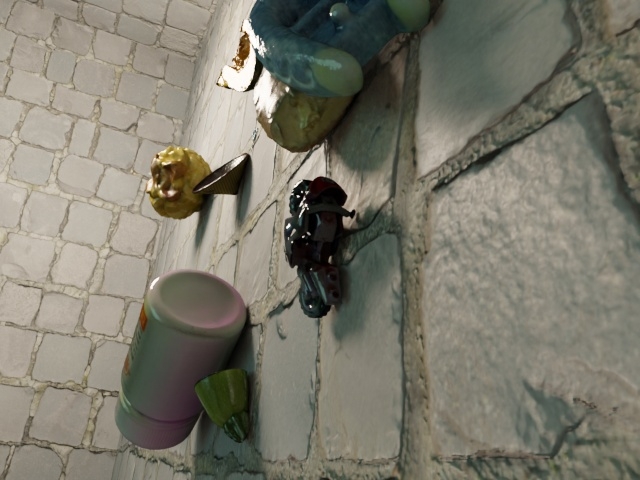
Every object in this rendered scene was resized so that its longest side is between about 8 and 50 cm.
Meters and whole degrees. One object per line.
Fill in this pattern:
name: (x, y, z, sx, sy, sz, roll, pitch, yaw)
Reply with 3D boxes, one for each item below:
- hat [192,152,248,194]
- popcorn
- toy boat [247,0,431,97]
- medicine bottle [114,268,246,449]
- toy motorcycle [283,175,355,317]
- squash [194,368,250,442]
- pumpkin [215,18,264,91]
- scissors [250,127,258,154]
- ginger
hat: (-0.265, -0.163, 1.462, 0.193, 0.082, 0.193, -29, 21, 12)
popcorn: (-0.521, -0.201, 1.926, 0.332, 0.225, 0.265, 106, -174, -78)
toy boat: (-0.003, -0.326, 0.731, 0.215, 0.123, 0.330, -45, 41, 3)
medicine bottle: (-0.323, 0.273, 1.154, 0.219, 0.219, 0.388, -109, 38, -53)
toy motorcycle: (0.001, 0.000, 0.735, 0.122, 0.082, 0.213, -37, 56, 56)
squash: (-0.168, 0.318, 0.952, 0.105, 0.105, 0.132, -54, 49, 42)
pumpkin: (-0.196, -0.479, 1.473, 0.278, 0.111, 0.163, -45, 53, 49)
scissors: (-0.187, -0.274, 1.426, 0.036, 0.006, 0.083, -14, 64, 63)
ginger: (-0.022, -0.268, 0.885, 0.221, 0.130, 0.276, -23, 54, 50)
